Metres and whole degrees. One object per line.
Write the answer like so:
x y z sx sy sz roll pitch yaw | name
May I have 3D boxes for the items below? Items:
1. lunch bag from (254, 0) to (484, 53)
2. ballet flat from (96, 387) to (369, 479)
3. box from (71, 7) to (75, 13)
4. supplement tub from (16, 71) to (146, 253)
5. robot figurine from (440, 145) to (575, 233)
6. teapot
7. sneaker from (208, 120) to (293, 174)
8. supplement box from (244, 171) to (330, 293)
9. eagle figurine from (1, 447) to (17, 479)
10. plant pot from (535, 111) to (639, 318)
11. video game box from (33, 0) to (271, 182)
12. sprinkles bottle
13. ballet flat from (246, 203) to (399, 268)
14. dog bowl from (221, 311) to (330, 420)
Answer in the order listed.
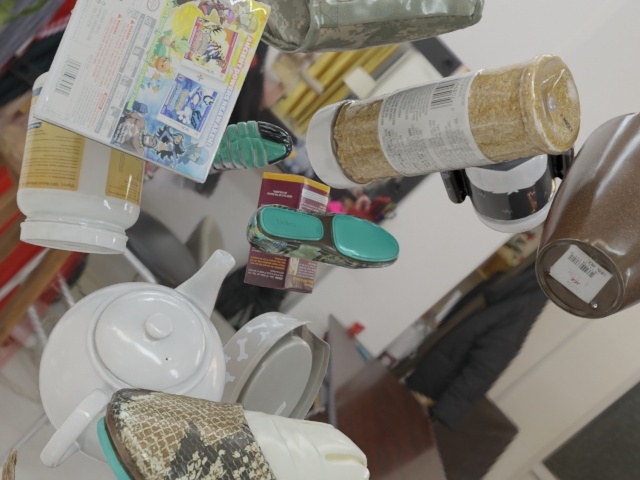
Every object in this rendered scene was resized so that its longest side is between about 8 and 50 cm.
0.037 -0.319 1.081 0.287 0.235 0.168 -142 -133 -56 | lunch bag
-0.017 0.273 0.786 0.482 0.182 0.164 67 -7 -33 | ballet flat
-0.369 -0.409 1.775 0.232 0.127 0.149 58 25 4 | box
-0.284 -0.090 1.043 0.145 0.199 0.144 6 -8 1 | supplement tub
0.359 -0.141 1.667 0.209 0.173 0.278 24 -28 37 | robot figurine
-0.226 0.150 1.081 0.253 0.187 0.255 1 59 -25 | teapot
-0.159 -0.158 1.530 0.098 0.224 0.083 62 23 -86 | sneaker
-0.054 -0.011 1.453 0.081 0.188 0.104 9 -3 28 | supplement box
-0.412 0.449 1.199 0.298 0.225 0.226 0 -62 60 | eagle figurine
0.360 -0.012 1.048 0.215 0.215 0.230 48 51 5 | plant pot
-0.174 -0.188 0.909 0.187 0.205 0.048 22 -3 -17 | video game box
0.145 -0.144 1.112 0.356 0.121 0.121 -6 -36 43 | sprinkles bottle
0.000 0.000 1.016 0.189 0.070 0.070 15 23 -22 | ballet flat
-0.122 0.309 1.857 0.102 0.348 0.349 28 -1 28 | dog bowl
